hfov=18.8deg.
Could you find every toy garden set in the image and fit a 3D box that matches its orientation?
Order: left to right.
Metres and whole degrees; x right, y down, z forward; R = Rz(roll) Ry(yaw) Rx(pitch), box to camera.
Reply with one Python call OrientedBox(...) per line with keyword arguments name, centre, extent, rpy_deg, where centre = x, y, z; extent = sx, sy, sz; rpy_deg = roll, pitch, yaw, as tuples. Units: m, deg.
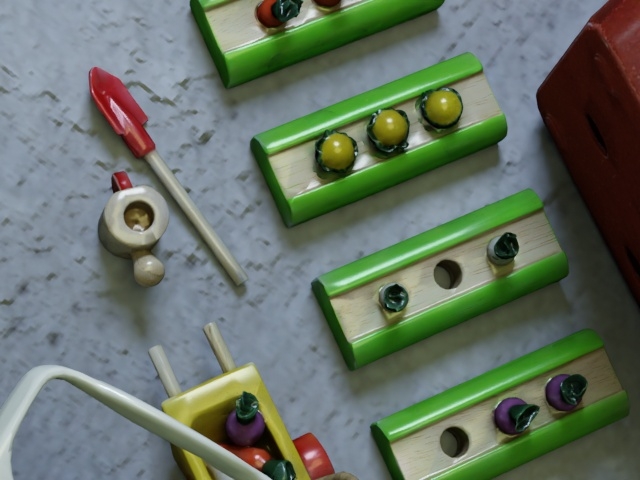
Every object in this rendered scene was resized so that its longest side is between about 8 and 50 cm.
OrientedBox(name="toy garden set", centre=(0.000, 0.000, 0.822), extent=(0.204, 0.049, 0.244), rpy_deg=(-22, 85, -15))

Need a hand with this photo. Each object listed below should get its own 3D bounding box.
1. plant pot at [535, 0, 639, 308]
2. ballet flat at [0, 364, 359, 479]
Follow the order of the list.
OrientedBox(name="plant pot", centre=(0.239, -0.044, 0.788), extent=(0.236, 0.267, 0.267), rpy_deg=(-27, 86, -3))
OrientedBox(name="ballet flat", centre=(-0.125, 0.102, 0.685), extent=(0.342, 0.116, 0.124), rpy_deg=(11, 86, -24))
